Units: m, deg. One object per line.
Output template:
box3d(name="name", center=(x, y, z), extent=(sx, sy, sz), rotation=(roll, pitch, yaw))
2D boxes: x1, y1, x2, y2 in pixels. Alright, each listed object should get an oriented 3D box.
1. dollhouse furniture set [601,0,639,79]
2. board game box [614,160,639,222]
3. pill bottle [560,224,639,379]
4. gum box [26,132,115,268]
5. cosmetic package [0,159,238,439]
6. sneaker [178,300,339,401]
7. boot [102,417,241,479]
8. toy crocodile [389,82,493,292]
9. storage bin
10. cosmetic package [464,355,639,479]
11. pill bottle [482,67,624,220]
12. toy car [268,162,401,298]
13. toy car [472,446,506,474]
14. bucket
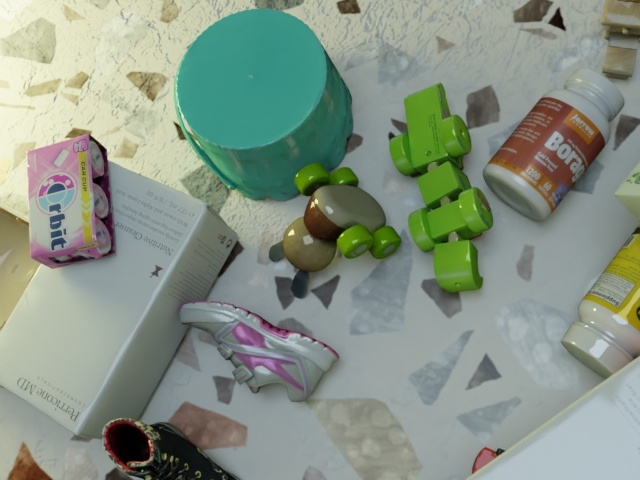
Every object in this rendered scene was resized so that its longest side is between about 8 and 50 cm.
box3d(name="dollhouse furniture set", center=(0.537, -0.200, 1.245), extent=(0.303, 0.174, 0.356), rotation=(12, 76, 16))
box3d(name="board game box", center=(0.563, -0.098, 1.124), extent=(0.224, 0.097, 0.303), rotation=(42, 80, -15))
box3d(name="pill bottle", center=(0.437, 0.088, 1.208), extent=(0.119, 0.119, 0.208), rotation=(36, 84, 20))
box3d(name="gum box", center=(-0.376, -0.054, 1.305), extent=(0.107, 0.062, 0.188), rotation=(-14, 69, 11))
box3d(name="cosmetic package", center=(-0.324, 0.096, 1.357), extent=(0.217, 0.156, 0.385), rotation=(23, 78, 21))
box3d(name="sneaker", center=(-0.106, 0.167, 1.306), extent=(0.252, 0.103, 0.111), rotation=(22, 84, 9))
box3d(name="boot", center=(-0.201, 0.342, 1.242), extent=(0.236, 0.178, 0.085), rotation=(37, 84, 21))
box3d(name="toy crocodile", center=(0.191, -0.086, 1.330), extent=(0.115, 0.105, 0.341), rotation=(-23, 63, 27))
box3d(name="storage bin", center=(-0.561, 0.070, 1.439), extent=(0.262, 0.123, 0.260), rotation=(26, 80, 18))
box3d(name="cosmetic package", center=(0.354, 0.274, 1.054), extent=(0.453, 0.230, 0.161), rotation=(-36, 67, 0))
box3d(name="pill bottle", center=(0.352, -0.146, 1.297), extent=(0.121, 0.121, 0.216), rotation=(37, 85, 20))
box3d(name="toy car", center=(0.000, 0.000, 1.353), extent=(0.188, 0.149, 0.155), rotation=(-47, 62, 27))
box3d(name="toy car", center=(0.339, 0.382, 1.175), extent=(0.239, 0.053, 0.225), rotation=(-11, 72, 10))
box3d(name="bucket", center=(-0.090, -0.220, 1.388), extent=(0.281, 0.183, 0.281), rotation=(-4, 71, 11))
